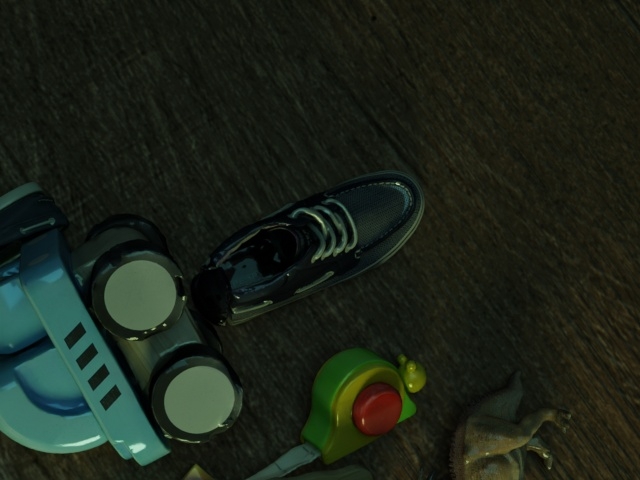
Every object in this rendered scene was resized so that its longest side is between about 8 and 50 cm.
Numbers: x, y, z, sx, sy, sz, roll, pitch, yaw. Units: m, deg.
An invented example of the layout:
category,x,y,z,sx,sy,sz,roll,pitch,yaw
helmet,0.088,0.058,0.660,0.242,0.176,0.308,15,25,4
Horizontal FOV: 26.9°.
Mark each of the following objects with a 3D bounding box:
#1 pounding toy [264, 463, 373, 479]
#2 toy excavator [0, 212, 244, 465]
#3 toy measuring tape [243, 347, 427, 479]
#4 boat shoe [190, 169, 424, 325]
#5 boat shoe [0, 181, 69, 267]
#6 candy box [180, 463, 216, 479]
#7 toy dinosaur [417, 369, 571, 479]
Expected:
category,x,y,z,sx,sy,sz,roll,pitch,yaw
pounding toy,-0.012,0.381,1.594,0.269,0.155,0.154,-5,115,-28
toy excavator,-0.369,0.114,1.540,0.445,0.222,0.433,-29,107,-6
toy measuring tape,-0.004,0.217,1.665,0.330,0.121,0.121,-24,83,-25
boat shoe,0.000,0.000,1.707,0.340,0.158,0.127,-31,85,-15
boat shoe,-0.428,0.029,1.660,0.254,0.095,0.079,-38,75,-25
candy box,-0.174,0.381,1.647,0.109,0.053,0.186,40,75,-1
toy dinosaur,0.204,0.290,1.705,0.200,0.127,0.295,8,71,-1
